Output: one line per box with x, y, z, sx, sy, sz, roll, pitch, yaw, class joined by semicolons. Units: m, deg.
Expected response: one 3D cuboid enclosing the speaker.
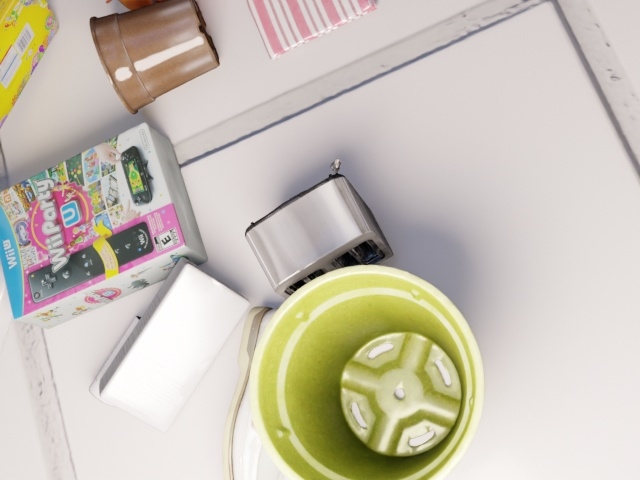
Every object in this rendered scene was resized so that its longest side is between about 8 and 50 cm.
-0.299;0.185;1.263;0.055;0.055;0.136;31;86;20;speaker

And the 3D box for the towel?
-0.019;-0.394;1.340;0.197;0.029;0.144;-24;72;12;towel

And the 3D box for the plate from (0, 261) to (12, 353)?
-0.656;0.133;1.383;0.277;0.045;0.278;11;80;19;plate

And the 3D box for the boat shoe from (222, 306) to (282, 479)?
-0.063;0.242;1.151;0.103;0.113;0.302;-1;76;22;boat shoe

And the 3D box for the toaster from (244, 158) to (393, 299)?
0.000;0.000;1.155;0.168;0.186;0.110;-31;66;6;toaster

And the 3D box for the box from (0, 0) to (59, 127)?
-0.649;-0.336;1.370;0.279;0.177;0.290;21;73;5;box

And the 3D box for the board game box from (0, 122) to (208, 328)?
-0.360;-0.019;1.309;0.303;0.097;0.224;-24;71;10;board game box

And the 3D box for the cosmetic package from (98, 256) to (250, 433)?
-0.217;0.153;1.209;0.117;0.085;0.231;35;86;-17;cosmetic package

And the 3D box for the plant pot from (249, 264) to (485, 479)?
0.081;0.190;1.048;0.276;0.254;0.276;-3;77;15;plant pot

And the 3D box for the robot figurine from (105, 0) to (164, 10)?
-0.268;-0.468;1.376;0.219;0.128;0.158;-31;73;6;robot figurine

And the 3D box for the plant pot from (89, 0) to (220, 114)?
-0.261;-0.312;1.324;0.165;0.167;0.167;-21;72;3;plant pot
